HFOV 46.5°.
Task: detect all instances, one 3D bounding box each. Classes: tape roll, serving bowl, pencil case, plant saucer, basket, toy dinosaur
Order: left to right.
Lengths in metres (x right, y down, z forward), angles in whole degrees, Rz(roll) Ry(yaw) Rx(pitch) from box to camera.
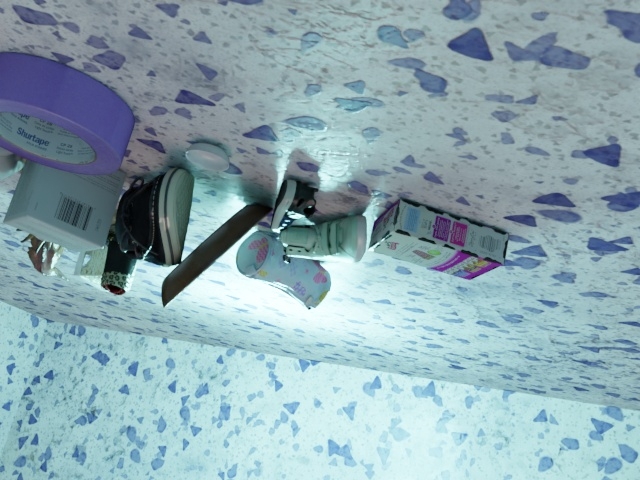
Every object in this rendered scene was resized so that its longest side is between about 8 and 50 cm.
[{"bbox_3d":[-0.709,0.006,1.923,0.127,0.296,0.200,-6,-151,-19],"label":"toy dinosaur"},{"bbox_3d":[-0.472,-0.213,1.305,0.274,0.090,0.275,12,163,4],"label":"tape roll"},{"bbox_3d":[-0.653,0.085,2.282,0.103,0.113,0.167,3,160,22],"label":"basket"},{"bbox_3d":[-0.206,-0.159,1.377,0.083,0.027,0.083,11,162,4],"label":"serving bowl"},{"bbox_3d":[-0.229,0.021,1.577,0.050,0.310,0.310,47,157,-3],"label":"plant saucer"},{"bbox_3d":[-0.090,0.078,1.851,0.113,0.124,0.273,-1,156,38],"label":"pencil case"}]

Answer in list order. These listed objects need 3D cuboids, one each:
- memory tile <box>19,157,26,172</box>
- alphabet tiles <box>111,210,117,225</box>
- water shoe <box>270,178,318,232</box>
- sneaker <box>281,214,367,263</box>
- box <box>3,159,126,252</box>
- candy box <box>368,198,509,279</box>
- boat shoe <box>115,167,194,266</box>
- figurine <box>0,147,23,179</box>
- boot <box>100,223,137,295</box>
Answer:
[{"bbox_3d":[-0.669,-0.167,1.702,0.113,0.012,0.148,-5,154,44],"label":"memory tile"},{"bbox_3d":[-0.523,-0.031,1.991,0.277,0.021,0.284,1,158,35],"label":"alphabet tiles"},{"bbox_3d":[-0.053,-0.058,1.501,0.080,0.073,0.203,13,163,-6],"label":"water shoe"},{"bbox_3d":[0.000,0.001,1.570,0.151,0.094,0.256,6,167,-18],"label":"sneaker"},{"bbox_3d":[-0.533,-0.090,1.566,0.119,0.182,0.181,-8,153,44],"label":"box"},{"bbox_3d":[0.231,0.002,1.481,0.233,0.071,0.159,16,162,-11],"label":"candy box"},{"bbox_3d":[-0.363,-0.039,1.607,0.155,0.187,0.500,11,168,-13],"label":"boat shoe"},{"bbox_3d":[-0.690,-0.169,1.457,0.214,0.093,0.209,-13,180,-27],"label":"figurine"},{"bbox_3d":[-0.522,0.051,1.908,0.085,0.179,0.236,21,160,-24],"label":"boot"}]
